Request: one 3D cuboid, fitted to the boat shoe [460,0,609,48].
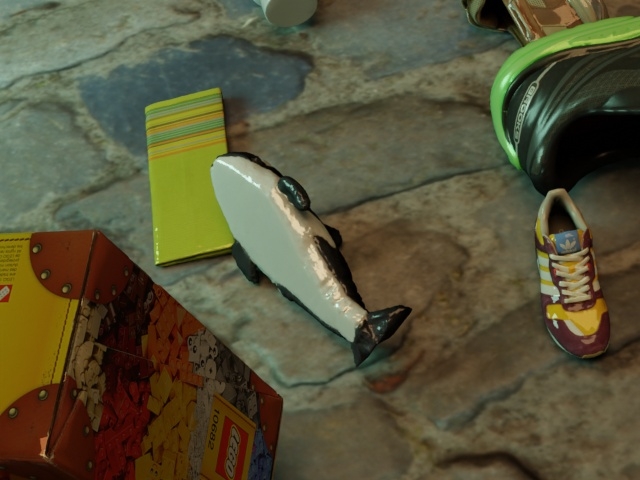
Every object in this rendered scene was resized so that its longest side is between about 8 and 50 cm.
[{"bbox_3d":[0.221,-0.318,1.645,0.116,0.123,0.324,-36,49,1],"label":"boat shoe"}]

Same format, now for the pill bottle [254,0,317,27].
[{"bbox_3d":[-0.057,-0.358,1.733,0.094,0.094,0.169,-17,56,-1],"label":"pill bottle"}]

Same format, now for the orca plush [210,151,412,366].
[{"bbox_3d":[0.000,0.000,1.493,0.102,0.151,0.287,-21,47,-42],"label":"orca plush"}]

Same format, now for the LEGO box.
[{"bbox_3d":[-0.341,0.161,1.224,0.500,0.372,0.193,-2,63,23],"label":"LEGO box"}]

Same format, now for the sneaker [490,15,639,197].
[{"bbox_3d":[0.423,-0.173,1.446,0.483,0.185,0.202,-24,56,24],"label":"sneaker"}]

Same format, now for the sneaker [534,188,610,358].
[{"bbox_3d":[0.262,0.034,1.431,0.069,0.084,0.185,-13,56,2],"label":"sneaker"}]

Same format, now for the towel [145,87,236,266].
[{"bbox_3d":[-0.156,-0.077,1.618,0.102,0.021,0.237,-13,57,8],"label":"towel"}]
